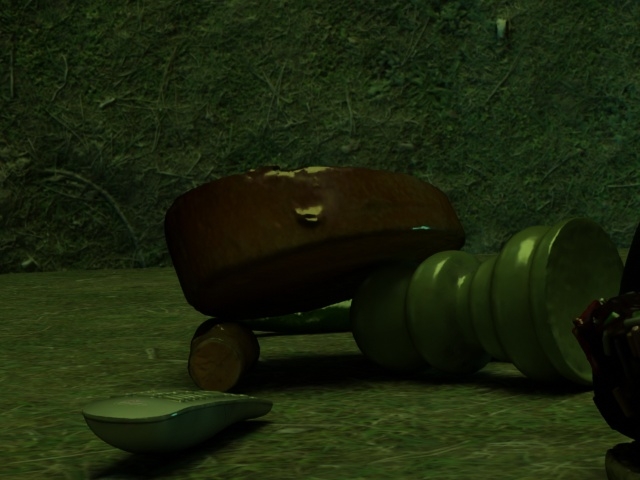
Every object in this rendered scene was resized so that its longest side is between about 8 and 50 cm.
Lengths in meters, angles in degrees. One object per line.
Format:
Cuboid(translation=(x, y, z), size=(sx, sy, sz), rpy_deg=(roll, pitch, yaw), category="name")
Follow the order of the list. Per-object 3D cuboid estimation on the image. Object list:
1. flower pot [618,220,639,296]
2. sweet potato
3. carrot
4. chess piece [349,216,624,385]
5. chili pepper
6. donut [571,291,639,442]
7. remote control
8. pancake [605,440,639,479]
Cuboid(translation=(0.367, 0.029, 1.200), size=(0.148, 0.235, 0.235), rpy_deg=(21, 15, 30), category="flower pot")
Cuboid(translation=(-0.092, 0.103, 1.354), size=(0.067, 0.059, 0.281), rpy_deg=(-20, 2, -4), category="sweet potato")
Cuboid(translation=(0.000, 0.000, 1.391), size=(0.307, 0.100, 0.258), rpy_deg=(-2, -16, -39), category="carrot")
Cuboid(translation=(0.136, 0.066, 1.287), size=(0.251, 0.144, 0.144), rpy_deg=(-9, -2, 41), category="chess piece")
Cuboid(translation=(0.018, 0.074, 1.742), size=(0.359, 0.076, 0.085), rpy_deg=(1, -18, -18), category="chili pepper")
Cuboid(translation=(0.258, 0.072, 0.814), size=(0.235, 0.089, 0.235), rpy_deg=(0, 2, 0), category="donut")
Cuboid(translation=(-0.099, 0.130, 1.025), size=(0.073, 0.044, 0.229), rpy_deg=(-1, -5, 16), category="remote control")
Cuboid(translation=(0.236, 0.131, 0.801), size=(0.152, 0.025, 0.151), rpy_deg=(0, 2, 0), category="pancake")
